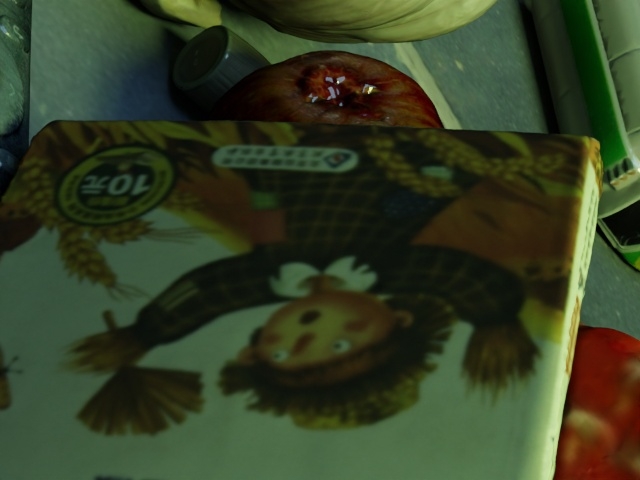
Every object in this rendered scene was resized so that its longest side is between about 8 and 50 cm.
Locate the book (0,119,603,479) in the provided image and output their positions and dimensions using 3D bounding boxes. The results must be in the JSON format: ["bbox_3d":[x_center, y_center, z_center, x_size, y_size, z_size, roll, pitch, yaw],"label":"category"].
[{"bbox_3d":[-0.049,0.097,0.746,0.428,0.300,0.039,-73,160,-44],"label":"book"}]

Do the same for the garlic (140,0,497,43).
[{"bbox_3d":[-0.010,-0.253,1.157,0.322,0.241,0.322,25,33,-18],"label":"garlic"}]

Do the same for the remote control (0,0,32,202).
[{"bbox_3d":[-0.207,-0.150,0.982,0.107,0.044,0.377,26,43,-36],"label":"remote control"}]

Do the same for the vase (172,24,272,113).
[{"bbox_3d":[-0.046,-0.096,1.150,0.101,0.053,0.053,37,37,-38],"label":"vase"}]

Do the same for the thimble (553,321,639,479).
[{"bbox_3d":[0.144,0.211,0.854,0.350,0.230,0.350,45,-9,10],"label":"thimble"}]

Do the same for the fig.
[{"bbox_3d":[-0.001,-0.007,1.070,0.175,0.207,0.175,4,40,-4],"label":"fig"}]

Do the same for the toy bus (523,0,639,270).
[{"bbox_3d":[0.299,-0.124,1.567,0.179,0.143,0.305,24,46,-39],"label":"toy bus"}]
